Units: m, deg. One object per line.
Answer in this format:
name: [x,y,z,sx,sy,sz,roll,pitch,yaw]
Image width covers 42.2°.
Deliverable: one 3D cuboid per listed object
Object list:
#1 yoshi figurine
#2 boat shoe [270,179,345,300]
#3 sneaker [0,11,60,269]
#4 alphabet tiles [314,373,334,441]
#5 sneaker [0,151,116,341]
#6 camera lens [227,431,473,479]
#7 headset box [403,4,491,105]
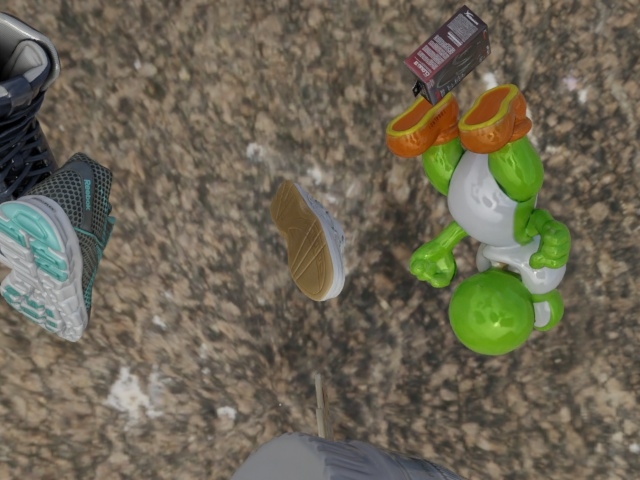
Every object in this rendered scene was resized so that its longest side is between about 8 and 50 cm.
yoshi figurine: [0.205,0.004,1.021,0.203,0.203,0.362,-24,121,7]
boat shoe: [0.000,0.000,1.348,0.096,0.277,0.098,21,119,-31]
sneaker: [-0.220,-0.062,0.595,0.086,0.163,0.226,-43,114,-31]
alphabet tiles: [0.020,0.383,1.254,0.011,0.285,0.343,-8,72,2]
sneaker: [-0.157,0.007,0.524,0.065,0.166,0.076,33,57,0]
camera lens: [0.071,0.242,0.438,0.274,0.219,0.219,27,78,-19]
headset box: [0.114,-0.165,0.758,0.083,0.062,0.032,-43,72,2]
